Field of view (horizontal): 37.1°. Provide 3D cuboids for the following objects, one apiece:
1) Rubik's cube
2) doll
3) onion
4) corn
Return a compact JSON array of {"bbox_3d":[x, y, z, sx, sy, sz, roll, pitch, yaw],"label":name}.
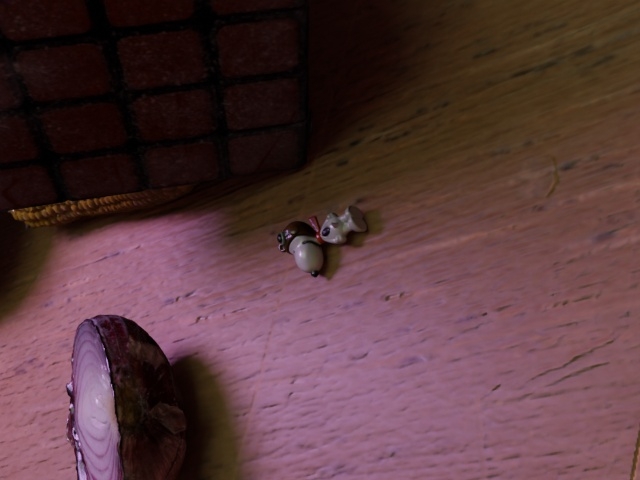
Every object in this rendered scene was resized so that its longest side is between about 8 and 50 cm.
[{"bbox_3d":[-0.200,-0.264,0.889,0.343,0.344,0.337,-8,61,-8],"label":"Rubik's cube"},{"bbox_3d":[-0.001,-0.007,0.911,0.085,0.040,0.058,-48,64,18],"label":"doll"},{"bbox_3d":[-0.188,0.175,0.946,0.151,0.098,0.206,-33,62,51],"label":"onion"},{"bbox_3d":[-0.247,-0.074,1.085,0.291,0.101,0.101,-8,69,36],"label":"corn"}]
